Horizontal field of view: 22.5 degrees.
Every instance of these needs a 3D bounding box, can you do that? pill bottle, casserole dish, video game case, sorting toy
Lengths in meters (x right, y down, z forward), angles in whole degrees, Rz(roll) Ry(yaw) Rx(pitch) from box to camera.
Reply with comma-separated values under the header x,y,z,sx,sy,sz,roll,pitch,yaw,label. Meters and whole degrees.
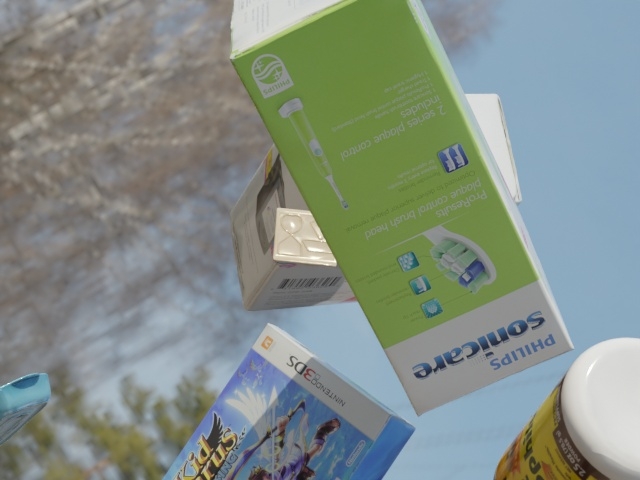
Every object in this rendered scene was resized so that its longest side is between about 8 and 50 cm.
x,y,z,sx,sy,sz,roll,pitch,yaw,label
0.200,0.169,1.190,0.117,0.117,0.215,51,-31,19,pill bottle
-0.418,0.232,2.078,0.188,0.114,0.037,-39,-105,35,casserole dish
-0.051,0.269,1.929,0.244,0.269,0.061,33,-2,44,video game case
0.000,0.000,1.447,0.012,0.083,0.062,102,-8,-54,sorting toy

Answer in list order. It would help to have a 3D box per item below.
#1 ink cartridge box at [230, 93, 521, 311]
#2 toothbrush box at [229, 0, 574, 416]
x,y,z,sx,sy,sz,roll,pitch,yaw,label
0.049,-0.036,1.717,0.306,0.226,0.131,127,-43,-61,ink cartridge box
0.052,-0.058,1.108,0.206,0.122,0.283,-94,159,-68,toothbrush box
